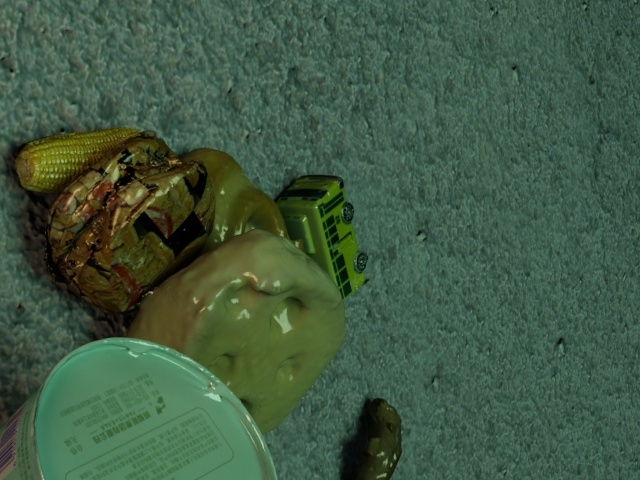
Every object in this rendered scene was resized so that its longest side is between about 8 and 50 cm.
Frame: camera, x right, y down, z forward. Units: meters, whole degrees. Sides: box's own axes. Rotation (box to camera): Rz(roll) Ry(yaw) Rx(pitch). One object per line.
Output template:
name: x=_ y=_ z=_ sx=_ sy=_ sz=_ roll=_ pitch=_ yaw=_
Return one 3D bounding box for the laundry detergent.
laundry detergent: x=-0.243 y=0.299 z=1.424 sx=0.287 sy=0.305 sz=0.287 roll=27 pitch=41 yaw=-25

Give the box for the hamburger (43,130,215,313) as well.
hamburger: x=-0.218 y=-0.014 z=1.600 sx=0.231 sy=0.107 sz=0.231 roll=-46 pitch=156 yaw=-27

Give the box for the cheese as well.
cheese: x=-0.119 y=0.139 z=1.688 sx=0.326 sy=0.115 sz=0.318 roll=-30 pitch=144 yaw=-27

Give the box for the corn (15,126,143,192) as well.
corn: x=-0.276 y=-0.095 z=1.603 sx=0.203 sy=0.072 sz=0.072 roll=-15 pitch=103 yaw=-53

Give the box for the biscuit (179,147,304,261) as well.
biscuit: x=-0.119 y=0.024 z=1.813 sx=0.274 sy=0.091 sz=0.213 roll=48 pitch=52 yaw=-47

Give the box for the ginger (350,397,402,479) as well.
ginger: x=0.088 y=0.390 z=2.121 sx=0.122 sy=0.084 sz=0.290 roll=20 pitch=75 yaw=-46

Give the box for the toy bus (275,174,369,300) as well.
toy bus: x=0.000 y=0.000 z=1.981 sx=0.101 sy=0.088 sz=0.175 roll=-40 pitch=124 yaw=-45
